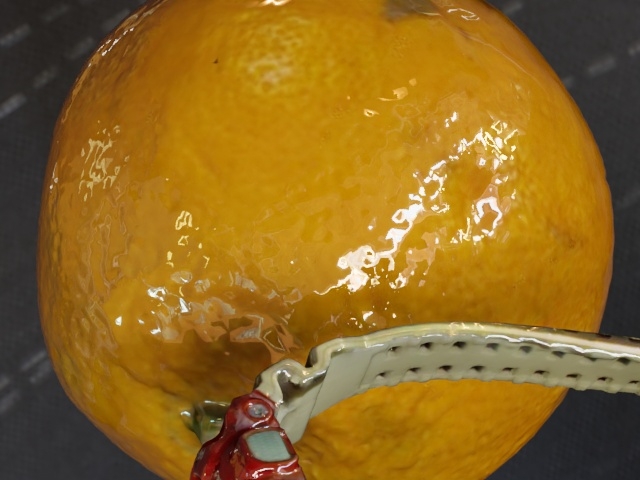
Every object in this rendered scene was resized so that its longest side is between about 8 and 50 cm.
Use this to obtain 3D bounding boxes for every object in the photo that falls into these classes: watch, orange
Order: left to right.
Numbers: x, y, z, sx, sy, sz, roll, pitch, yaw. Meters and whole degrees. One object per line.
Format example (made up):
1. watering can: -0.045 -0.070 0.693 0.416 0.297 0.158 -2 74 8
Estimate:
1. orange: 0.000 0.000 0.826 0.312 0.312 0.312 -22 30 14
2. watch: 0.084 0.111 0.595 0.268 0.102 0.165 3 57 -11
